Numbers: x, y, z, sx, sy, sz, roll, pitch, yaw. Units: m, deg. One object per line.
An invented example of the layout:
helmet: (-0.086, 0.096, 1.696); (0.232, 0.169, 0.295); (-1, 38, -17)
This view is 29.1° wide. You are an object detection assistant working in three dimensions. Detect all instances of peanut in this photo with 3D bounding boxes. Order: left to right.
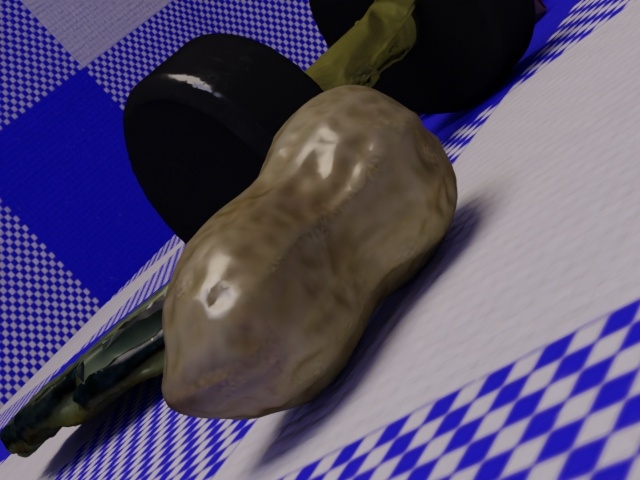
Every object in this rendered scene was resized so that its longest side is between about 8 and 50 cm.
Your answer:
peanut: (0.000, 0.000, 0.677); (0.123, 0.123, 0.257); (-36, 12, 42)

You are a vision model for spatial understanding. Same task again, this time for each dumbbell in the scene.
dumbbell: (0.014, -0.132, 1.004); (0.322, 0.204, 0.204); (-47, 8, -31)

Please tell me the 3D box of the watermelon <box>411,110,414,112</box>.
watermelon: (0.081, -0.154, 1.389); (0.245, 0.063, 0.119); (-46, -13, 20)

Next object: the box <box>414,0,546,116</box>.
box: (0.146, -0.198, 1.257); (0.156, 0.060, 0.111); (-45, 9, -13)

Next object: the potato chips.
potato chips: (-0.154, 0.084, 1.221); (0.429, 0.070, 0.358); (-40, 5, 12)
